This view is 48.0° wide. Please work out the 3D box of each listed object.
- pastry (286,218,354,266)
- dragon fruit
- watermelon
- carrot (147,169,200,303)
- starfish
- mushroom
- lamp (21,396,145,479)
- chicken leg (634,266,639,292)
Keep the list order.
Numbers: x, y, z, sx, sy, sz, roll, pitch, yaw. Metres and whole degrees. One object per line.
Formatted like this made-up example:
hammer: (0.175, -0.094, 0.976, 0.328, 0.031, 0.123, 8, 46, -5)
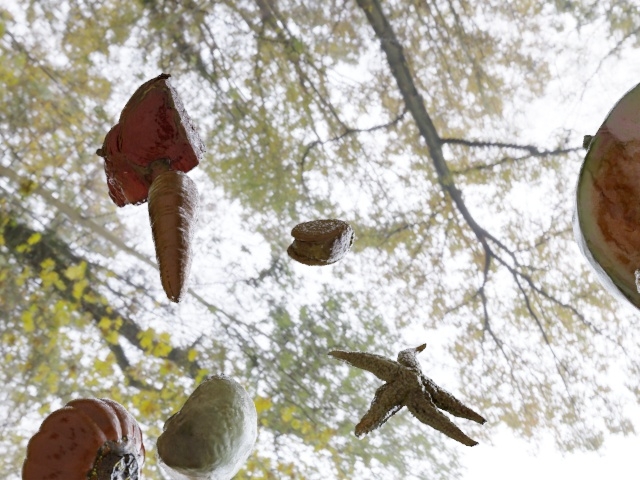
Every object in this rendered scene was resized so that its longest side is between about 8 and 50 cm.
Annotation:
pastry: (0.000, 0.000, 1.132, 0.109, 0.057, 0.097, -3, -158, -1)
dragon fruit: (-0.227, -0.117, 0.897, 0.161, 0.127, 0.120, -33, -169, 5)
watermelon: (0.401, -0.072, 0.931, 0.175, 0.188, 0.322, 30, -98, 4)
carrot: (-0.120, -0.007, 0.590, 0.048, 0.048, 0.216, -34, -152, 6)
starfish: (0.105, 0.188, 0.903, 0.223, 0.050, 0.217, 22, -142, 23)
mushroom: (-0.252, 0.437, 1.541, 0.189, 0.164, 0.267, 44, -76, 8)
lamp: (-0.406, 0.384, 1.245, 0.196, 0.223, 0.223, 6, -117, 31)
chicken leg: (0.374, 0.070, 0.705, 0.087, 0.251, 0.108, -19, -119, 26)
